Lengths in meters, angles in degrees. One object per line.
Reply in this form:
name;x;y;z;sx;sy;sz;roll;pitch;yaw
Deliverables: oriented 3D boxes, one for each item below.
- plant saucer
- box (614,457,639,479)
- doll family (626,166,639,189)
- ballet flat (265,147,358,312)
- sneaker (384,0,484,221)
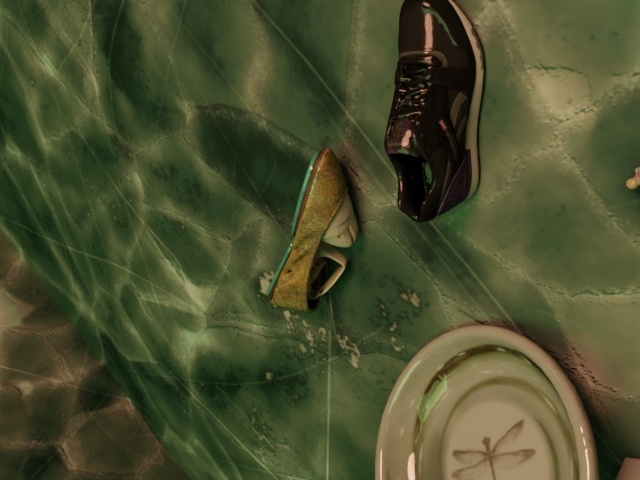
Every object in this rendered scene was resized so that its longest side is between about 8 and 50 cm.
plant saucer;0.238;0.327;0.879;0.400;0.100;0.401;-36;45;46
box;0.439;0.406;0.763;0.119;0.181;0.182;-12;105;46
doll family;0.415;-0.027;0.571;0.263;0.118;0.163;16;124;38
ballet flat;0.000;0.000;1.017;0.123;0.123;0.349;40;135;20
sneaker;0.134;-0.159;0.763;0.107;0.124;0.283;7;118;41
